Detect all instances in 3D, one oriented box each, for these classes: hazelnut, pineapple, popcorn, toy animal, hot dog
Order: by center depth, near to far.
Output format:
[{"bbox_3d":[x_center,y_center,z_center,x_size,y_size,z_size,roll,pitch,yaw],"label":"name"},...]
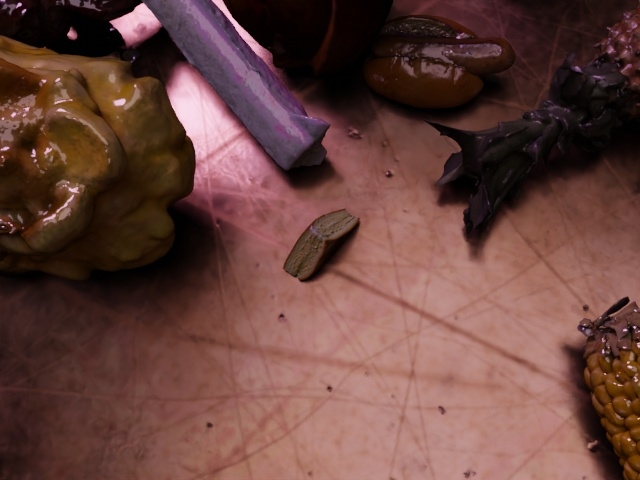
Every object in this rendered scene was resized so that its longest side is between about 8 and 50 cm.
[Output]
[{"bbox_3d":[-0.252,-0.072,0.659,0.287,0.252,0.215,8,77,1],"label":"popcorn"},{"bbox_3d":[0.226,-0.117,0.677,0.277,0.130,0.119,-30,100,-4],"label":"pineapple"},{"bbox_3d":[-0.016,-0.253,0.716,0.161,0.170,0.201,-28,43,0],"label":"hazelnut"},{"bbox_3d":[0.111,-0.171,0.735,0.140,0.060,0.089,20,80,11],"label":"hot dog"},{"bbox_3d":[-0.283,-0.243,0.755,0.219,0.179,0.116,-8,98,5],"label":"toy animal"}]

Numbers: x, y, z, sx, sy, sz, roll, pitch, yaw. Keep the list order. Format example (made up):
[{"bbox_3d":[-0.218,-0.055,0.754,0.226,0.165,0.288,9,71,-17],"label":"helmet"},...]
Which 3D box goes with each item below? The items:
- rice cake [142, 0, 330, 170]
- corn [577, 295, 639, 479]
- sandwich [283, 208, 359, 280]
[{"bbox_3d":[-0.091,-0.189,0.729,0.290,0.081,0.051,49,49,4],"label":"rice cake"},{"bbox_3d":[0.289,0.191,0.571,0.115,0.115,0.317,-18,72,2],"label":"corn"},{"bbox_3d":[0.000,0.000,0.707,0.031,0.044,0.083,39,84,13],"label":"sandwich"}]
